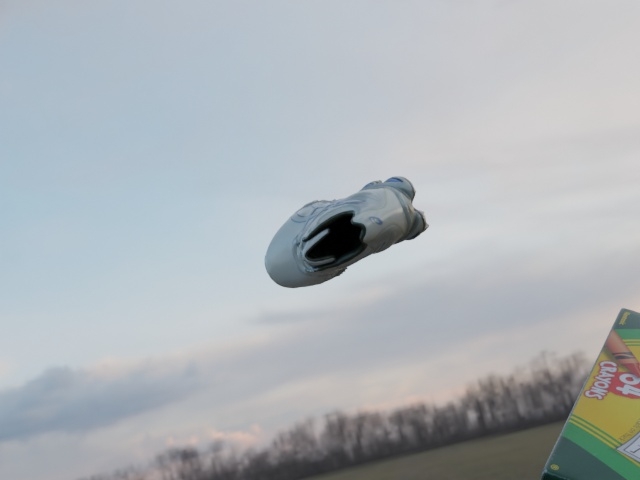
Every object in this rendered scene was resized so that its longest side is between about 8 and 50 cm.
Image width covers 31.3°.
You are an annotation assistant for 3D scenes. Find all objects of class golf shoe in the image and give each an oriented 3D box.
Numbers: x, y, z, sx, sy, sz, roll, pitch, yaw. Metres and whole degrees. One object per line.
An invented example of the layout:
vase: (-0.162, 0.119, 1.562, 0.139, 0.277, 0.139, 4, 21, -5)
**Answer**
golf shoe: (0.000, 0.000, 0.934, 0.176, 0.069, 0.086, -29, -2, 43)

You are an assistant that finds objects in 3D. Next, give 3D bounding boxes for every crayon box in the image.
crayon box: (0.414, 0.224, 1.155, 0.313, 0.106, 0.363, 15, 28, 20)
